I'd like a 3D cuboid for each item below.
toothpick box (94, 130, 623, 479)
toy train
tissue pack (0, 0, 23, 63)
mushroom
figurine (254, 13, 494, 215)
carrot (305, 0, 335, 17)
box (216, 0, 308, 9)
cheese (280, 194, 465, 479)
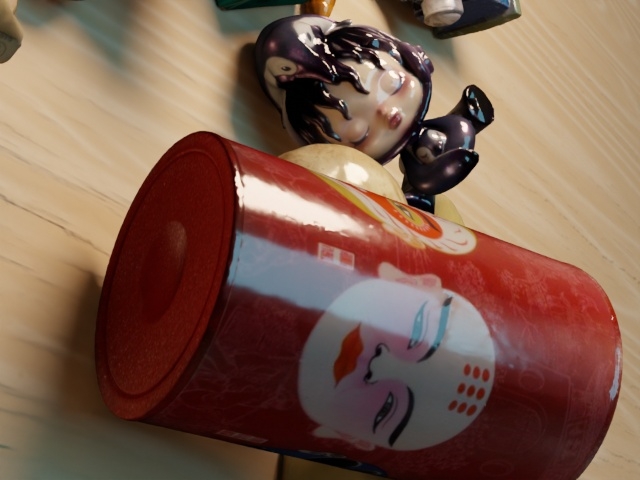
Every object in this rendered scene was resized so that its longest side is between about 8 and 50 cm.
[{"bbox_3d":[0.030,0.067,0.890,0.333,0.204,0.204,18,60,-28],"label":"toothpick box"},{"bbox_3d":[0.137,-0.388,1.428,0.202,0.131,0.299,1,77,-60],"label":"toy train"},{"bbox_3d":[-0.284,-0.227,0.685,0.257,0.123,0.214,14,67,-54],"label":"tissue pack"},{"bbox_3d":[0.000,0.000,1.044,0.166,0.127,0.166,-6,105,-24],"label":"mushroom"},{"bbox_3d":[0.040,-0.131,1.126,0.222,0.145,0.145,35,44,-13],"label":"figurine"},{"bbox_3d":[0.007,-0.341,1.272,0.066,0.062,0.271,90,-4,-80],"label":"carrot"},{"bbox_3d":[-0.054,-0.347,1.137,0.153,0.092,0.244,-24,98,-59],"label":"box"},{"bbox_3d":[0.118,0.181,1.186,0.384,0.104,0.383,30,53,-49],"label":"cheese"}]
